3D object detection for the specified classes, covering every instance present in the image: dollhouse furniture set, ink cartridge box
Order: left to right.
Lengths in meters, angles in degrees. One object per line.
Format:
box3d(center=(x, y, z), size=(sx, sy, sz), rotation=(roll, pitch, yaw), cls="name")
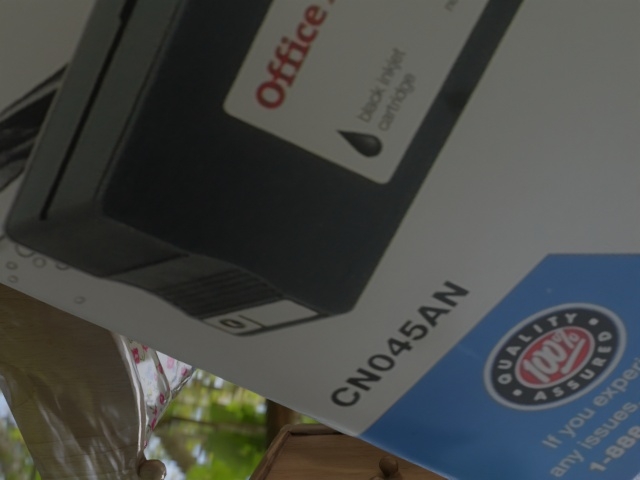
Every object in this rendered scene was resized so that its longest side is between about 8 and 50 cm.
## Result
box3d(center=(-0.003, -0.120, 0.444), size=(0.395, 0.285, 0.166), rotation=(26, -147, -25), cls="ink cartridge box")
box3d(center=(0.000, 0.000, 0.801), size=(0.174, 0.355, 0.303), rotation=(-5, -152, 29), cls="dollhouse furniture set")
